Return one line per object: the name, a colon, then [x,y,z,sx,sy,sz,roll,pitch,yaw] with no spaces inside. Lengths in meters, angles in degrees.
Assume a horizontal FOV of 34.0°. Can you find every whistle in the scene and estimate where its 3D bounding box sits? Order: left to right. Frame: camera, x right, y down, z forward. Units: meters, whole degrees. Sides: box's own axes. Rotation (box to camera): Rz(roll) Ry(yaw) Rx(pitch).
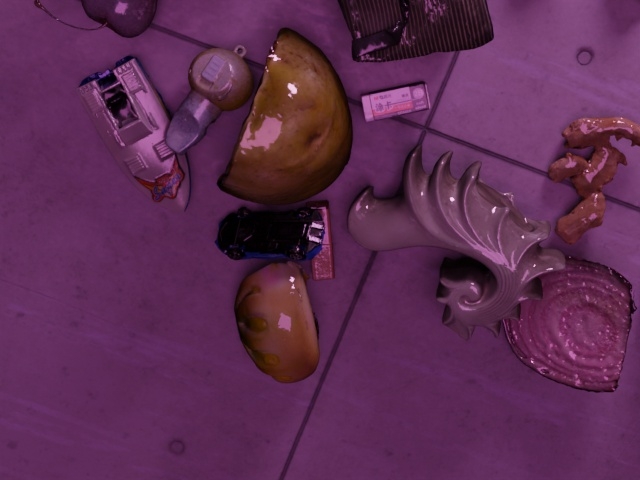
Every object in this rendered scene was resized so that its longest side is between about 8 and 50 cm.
whistle: [-0.196,-0.250,1.857,0.123,0.123,0.223,33,94,-11]

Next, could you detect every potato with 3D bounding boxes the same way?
potato: [-0.037,-0.177,1.804,0.212,0.280,0.330,21,103,-5]

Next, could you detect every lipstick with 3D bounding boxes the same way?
lipstick: [0.000,0.000,1.976,0.045,0.045,0.145,-6,106,-2]

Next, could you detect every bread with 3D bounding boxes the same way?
bread: [-0.082,0.165,1.966,0.158,0.156,0.261,-11,106,0]

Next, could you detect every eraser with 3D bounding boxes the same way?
eraser: [0.137,-0.254,1.913,0.122,0.029,0.052,-11,106,1]

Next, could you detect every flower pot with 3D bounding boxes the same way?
flower pot: [0.249,-0.007,1.912,0.367,0.164,0.254,43,111,-2]

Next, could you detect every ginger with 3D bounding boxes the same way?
ginger: [0.491,-0.121,1.950,0.149,0.065,0.259,27,110,4]

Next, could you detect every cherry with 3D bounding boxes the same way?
cherry: [-0.369,-0.436,1.803,0.188,0.115,0.148,30,123,-5]

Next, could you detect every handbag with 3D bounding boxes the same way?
handbag: [0.131,-0.457,1.739,0.240,0.247,0.341,-18,116,5]

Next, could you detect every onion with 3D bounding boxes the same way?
onion: [0.482,0.143,2.007,0.247,0.111,0.250,15,110,26]

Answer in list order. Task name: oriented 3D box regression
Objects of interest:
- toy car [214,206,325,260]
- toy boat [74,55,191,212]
toy car: [-0.092,-0.006,1.933,0.216,0.103,0.063,-1,151,23]
toy boat: [-0.317,-0.178,1.891,0.129,0.088,0.295,-26,105,6]
